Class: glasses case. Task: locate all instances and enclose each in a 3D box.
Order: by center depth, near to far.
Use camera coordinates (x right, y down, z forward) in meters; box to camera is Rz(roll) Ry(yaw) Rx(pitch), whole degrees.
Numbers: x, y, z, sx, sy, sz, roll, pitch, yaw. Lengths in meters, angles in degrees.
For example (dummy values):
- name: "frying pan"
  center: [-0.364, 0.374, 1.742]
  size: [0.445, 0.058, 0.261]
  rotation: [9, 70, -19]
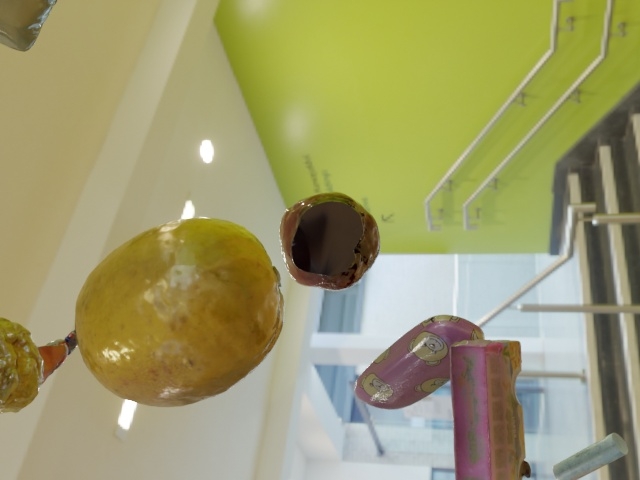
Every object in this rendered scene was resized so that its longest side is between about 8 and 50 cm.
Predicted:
- name: "glasses case"
  center: [0.180, 0.235, 1.322]
  size: [0.316, 0.123, 0.075]
  rotation: [-51, 25, 43]

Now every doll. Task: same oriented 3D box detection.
- name: "doll"
  center: [-0.676, 0.286, 1.817]
  size: [0.104, 0.062, 0.194]
  rotation: [-46, 0, 39]

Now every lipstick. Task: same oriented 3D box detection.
- name: "lipstick"
  center: [0.554, 0.452, 1.454]
  size: [0.158, 0.048, 0.048]
  rotation: [-46, 16, 34]

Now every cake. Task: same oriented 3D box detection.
- name: "cake"
  center: [-0.668, 0.291, 1.600]
  size: [0.287, 0.098, 0.135]
  rotation: [-27, -86, -81]

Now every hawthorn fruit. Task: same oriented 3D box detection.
- name: "hawthorn fruit"
  center: [0.000, 0.000, 1.314]
  size: [0.251, 0.190, 0.189]
  rotation: [4, 97, 63]

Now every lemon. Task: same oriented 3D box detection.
- name: "lemon"
  center: [-0.128, 0.068, 0.644]
  size: [0.170, 0.207, 0.170]
  rotation: [57, -165, -24]

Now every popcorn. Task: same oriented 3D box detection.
- name: "popcorn"
  center: [-0.623, 0.239, 1.321]
  size: [0.155, 0.198, 0.197]
  rotation: [57, -146, -69]

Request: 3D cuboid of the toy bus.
- name: "toy bus"
  center: [0.252, 0.287, 1.064]
  size: [0.112, 0.090, 0.274]
  rotation: [10, -105, -47]

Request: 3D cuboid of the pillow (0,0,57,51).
- name: "pillow"
  center: [-0.597, -0.495, 1.224]
  size: [0.255, 0.120, 0.322]
  rotation: [-52, -35, 14]
